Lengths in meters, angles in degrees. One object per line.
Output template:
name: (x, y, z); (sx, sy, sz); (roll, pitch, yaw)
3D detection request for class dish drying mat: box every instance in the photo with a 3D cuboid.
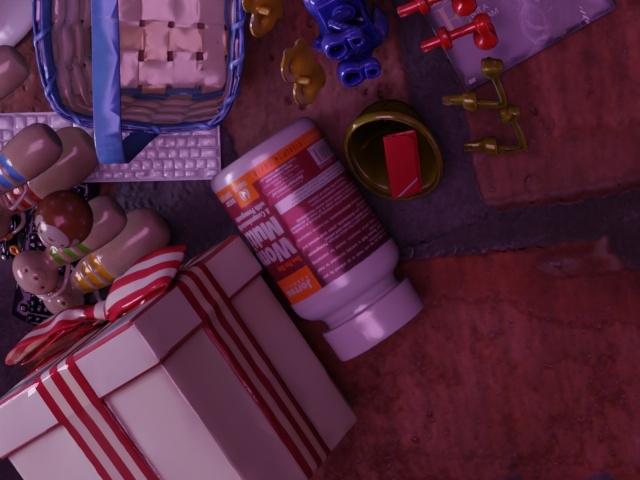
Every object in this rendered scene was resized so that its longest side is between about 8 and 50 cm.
dish drying mat: (0.079, -0.072, 1.678); (0.032, 0.008, 0.083); (-11, 139, -1)

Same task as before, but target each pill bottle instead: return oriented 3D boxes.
pill bottle: (0.000, 0.000, 1.718); (0.121, 0.121, 0.221); (-33, 93, 13)

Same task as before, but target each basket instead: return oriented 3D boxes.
basket: (-0.169, -0.206, 1.623); (0.201, 0.289, 0.255); (1, 97, 2)

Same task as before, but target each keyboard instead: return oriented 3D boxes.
keyboard: (-0.228, -0.095, 1.778); (0.256, 0.014, 0.072); (-1, 100, 1)
keyboard: (-0.287, -0.003, 1.808); (0.100, 0.038, 0.192); (11, 100, 8)

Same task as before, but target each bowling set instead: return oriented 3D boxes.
bowling set: (-0.287, -0.031, 1.687); (0.154, 0.200, 0.287); (-37, 104, 12)

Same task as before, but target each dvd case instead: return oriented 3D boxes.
dvd case: (0.159, -0.279, 1.698); (0.164, 0.018, 0.221); (-29, 93, 13)

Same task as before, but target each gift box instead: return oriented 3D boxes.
gift box: (-0.150, 0.154, 1.710); (0.255, 0.276, 0.258); (-32, 97, 26)

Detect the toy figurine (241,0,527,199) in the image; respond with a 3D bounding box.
toy figurine: (0.050, -0.232, 1.663); (0.191, 0.217, 0.362); (-23, 138, 11)

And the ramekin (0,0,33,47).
ramekin: (-0.415, -0.220, 1.677); (0.277, 0.277, 0.135); (-32, 86, 13)
